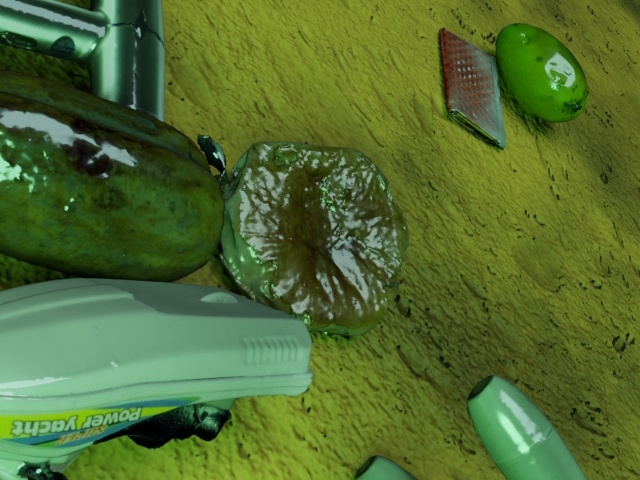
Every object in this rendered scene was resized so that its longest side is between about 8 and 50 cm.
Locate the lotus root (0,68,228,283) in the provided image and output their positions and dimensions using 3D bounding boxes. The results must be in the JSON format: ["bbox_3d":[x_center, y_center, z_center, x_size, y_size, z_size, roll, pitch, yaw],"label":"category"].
[{"bbox_3d":[-0.176,-0.041,0.574,0.241,0.123,0.124,17,18,-28],"label":"lotus root"}]

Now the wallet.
[{"bbox_3d":[0.212,-0.217,1.148,0.103,0.020,0.196,27,44,-24],"label":"wallet"}]

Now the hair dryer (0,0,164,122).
[{"bbox_3d":[-0.229,-0.242,0.668,0.284,0.155,0.320,30,48,-40],"label":"hair dryer"}]

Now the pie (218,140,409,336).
[{"bbox_3d":[0.000,0.000,0.730,0.195,0.046,0.195,10,71,-30],"label":"pie"}]

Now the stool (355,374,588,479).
[{"bbox_3d":[0.112,0.234,0.548,0.199,0.195,0.195,46,39,1],"label":"stool"}]

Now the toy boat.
[{"bbox_3d":[-0.132,0.089,0.509,0.269,0.141,0.141,-14,68,-48],"label":"toy boat"}]

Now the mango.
[{"bbox_3d":[0.320,-0.247,1.214,0.178,0.100,0.119,57,-1,21],"label":"mango"}]
